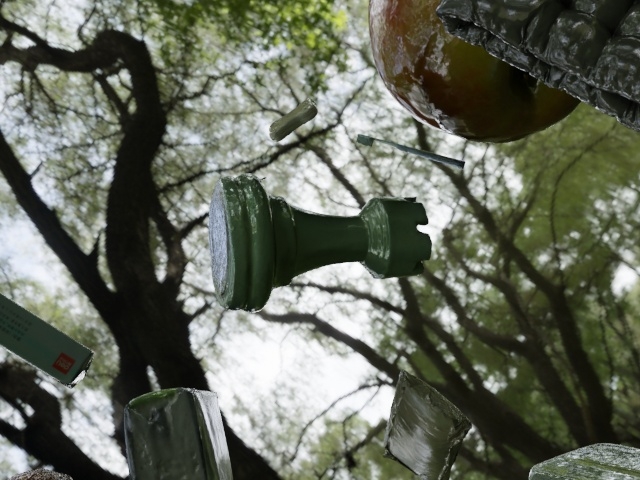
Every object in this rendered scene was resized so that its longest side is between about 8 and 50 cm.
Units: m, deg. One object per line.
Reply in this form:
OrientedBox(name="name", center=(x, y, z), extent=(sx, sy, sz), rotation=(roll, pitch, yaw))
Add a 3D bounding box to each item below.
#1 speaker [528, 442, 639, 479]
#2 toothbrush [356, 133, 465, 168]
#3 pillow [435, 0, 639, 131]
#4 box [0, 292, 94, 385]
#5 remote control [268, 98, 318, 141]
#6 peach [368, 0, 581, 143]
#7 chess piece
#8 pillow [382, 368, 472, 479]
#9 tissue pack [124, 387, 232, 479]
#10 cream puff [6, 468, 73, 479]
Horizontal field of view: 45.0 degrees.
OrientedBox(name="speaker", center=(0.427, 0.364, 0.888), extent=(0.183, 0.406, 0.184), rotation=(-8, -91, -29))
OrientedBox(name="toothbrush", center=(0.164, -0.164, 1.429), extent=(0.016, 0.219, 0.019), rotation=(12, -85, -66))
OrientedBox(name="pillow", center=(0.321, -0.256, 0.837), extent=(0.228, 0.326, 0.101), rotation=(-51, -24, -13))
OrientedBox(name="box", center=(-0.545, 0.171, 1.416), extent=(0.079, 0.269, 0.135), rotation=(-58, 7, -19))
OrientedBox(name="remote control", center=(-0.059, -0.262, 1.696), extent=(0.122, 0.074, 0.032), rotation=(-32, -63, 13))
OrientedBox(name="peach", center=(0.248, -0.332, 1.180), extent=(0.370, 0.370, 0.370), rotation=(-38, -34, -32))
OrientedBox(name="chess piece", center=(0.000, 0.000, 1.107), extent=(0.299, 0.194, 0.194), rotation=(-2, -53, -17))
OrientedBox(name="pillow", center=(0.141, 0.267, 1.066), extent=(0.053, 0.119, 0.208), rotation=(-32, -32, -29))
OrientedBox(name="tissue pack", center=(-0.213, 0.393, 1.269), extent=(0.124, 0.288, 0.394), rotation=(-12, -12, -4))
OrientedBox(name="cream puff", center=(-0.554, 0.550, 1.461), extent=(0.240, 0.164, 0.240), rotation=(9, -90, -80))
